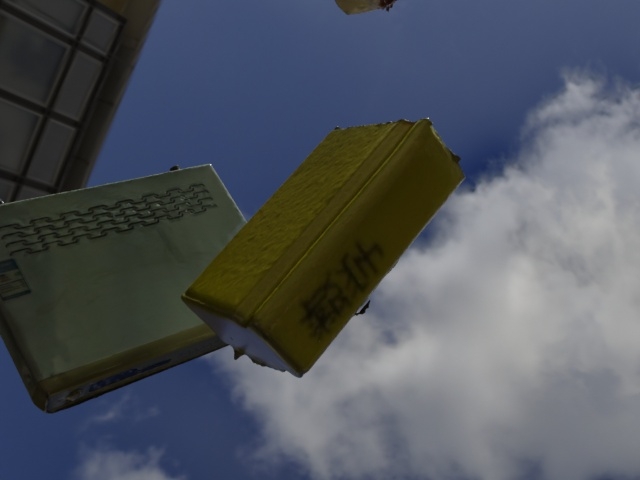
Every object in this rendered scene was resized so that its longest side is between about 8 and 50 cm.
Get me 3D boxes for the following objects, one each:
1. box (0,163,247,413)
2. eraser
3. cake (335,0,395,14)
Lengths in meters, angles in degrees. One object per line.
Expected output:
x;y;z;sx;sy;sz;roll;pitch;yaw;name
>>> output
-0.177;0.027;0.719;0.210;0.270;0.045;55;-44;17;box
0.000;0.000;0.620;0.226;0.069;0.158;-49;-153;-17;eraser
0.069;-0.344;0.809;0.086;0.116;0.220;1;-133;45;cake
